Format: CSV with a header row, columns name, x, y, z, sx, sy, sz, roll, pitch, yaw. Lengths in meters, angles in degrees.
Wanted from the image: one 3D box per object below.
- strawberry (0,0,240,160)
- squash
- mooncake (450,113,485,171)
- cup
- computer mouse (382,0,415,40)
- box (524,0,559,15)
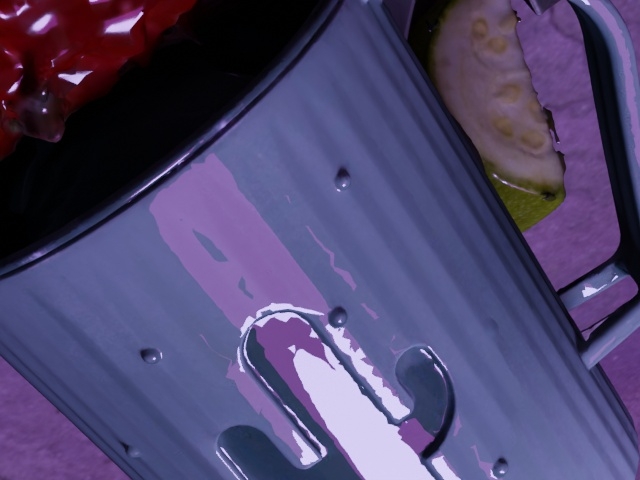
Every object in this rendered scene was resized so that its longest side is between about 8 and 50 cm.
name,x,y,z,sx,sy,sz,roll,pitch,yaw
strawberry,-0.227,-0.213,1.011,0.317,0.295,0.345,-26,110,18
squash,0.066,-0.073,1.531,0.111,0.203,0.288,-14,174,-27
mooncake,0.000,0.000,1.383,0.274,0.135,0.275,6,125,9
cup,0.019,0.028,1.141,0.401,0.310,0.392,-25,114,32
computer mouse,0.022,-0.158,1.381,0.089,0.056,0.182,-6,134,-18
box,0.257,-0.318,1.387,0.325,0.047,0.180,-36,143,2
